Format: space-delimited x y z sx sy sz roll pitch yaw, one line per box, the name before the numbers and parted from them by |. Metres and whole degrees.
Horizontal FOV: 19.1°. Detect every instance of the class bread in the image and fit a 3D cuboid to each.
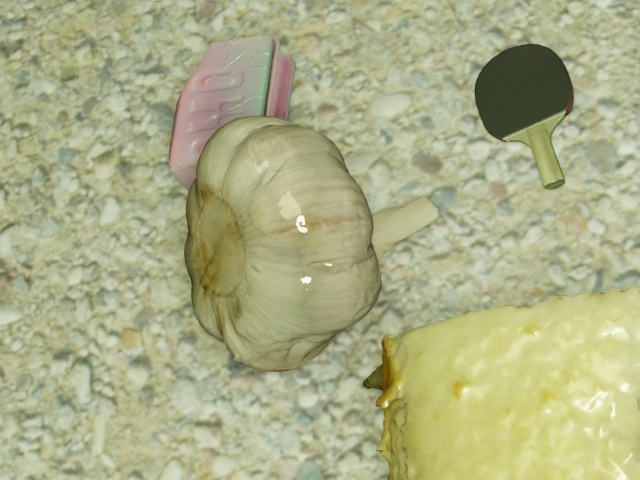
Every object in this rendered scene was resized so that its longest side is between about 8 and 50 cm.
bread | 0.158 0.231 1.373 0.237 0.165 0.375 -12 68 23

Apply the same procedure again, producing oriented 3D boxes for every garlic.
garlic | 0.000 0.000 1.624 0.212 0.218 0.218 -8 49 -29

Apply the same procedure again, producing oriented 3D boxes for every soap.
soap | -0.084 -0.111 1.767 0.100 0.056 0.149 -5 61 24

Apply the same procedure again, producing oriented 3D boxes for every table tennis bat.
table tennis bat | 0.185 -0.110 1.672 0.087 0.013 0.156 -21 56 11

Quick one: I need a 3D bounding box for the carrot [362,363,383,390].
carrot | 0.192 0.097 1.523 0.342 0.070 0.070 -4 62 24
